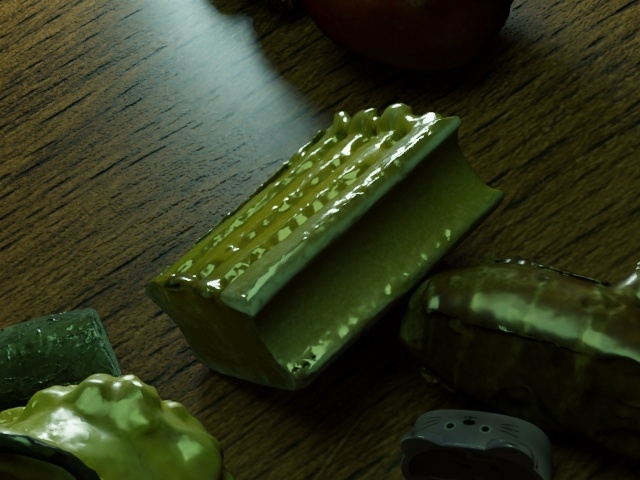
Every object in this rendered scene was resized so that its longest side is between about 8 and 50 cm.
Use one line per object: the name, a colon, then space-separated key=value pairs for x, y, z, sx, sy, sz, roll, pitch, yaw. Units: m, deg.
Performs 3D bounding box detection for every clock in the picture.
clock: x=0.155 y=0.209 z=1.408 sx=0.152 sy=0.110 sz=0.050 roll=3 pitch=52 yaw=21

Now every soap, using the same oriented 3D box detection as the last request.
soap: x=0.000 y=0.000 z=1.567 sx=0.335 sy=0.156 sz=0.293 roll=-42 pitch=21 yaw=-22

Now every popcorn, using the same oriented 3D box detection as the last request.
popcorn: x=-0.244 y=0.270 z=1.332 sx=0.349 sy=0.382 sz=0.349 roll=-1 pitch=59 yaw=2

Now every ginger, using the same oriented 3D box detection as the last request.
ginger: x=0.293 y=0.098 z=1.428 sx=0.418 sy=0.176 sz=0.254 roll=11 pitch=42 yaw=28

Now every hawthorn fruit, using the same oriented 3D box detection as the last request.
hawthorn fruit: x=0.116 y=-0.361 z=1.864 sx=0.311 sy=0.295 sz=0.295 roll=-13 pitch=45 yaw=8

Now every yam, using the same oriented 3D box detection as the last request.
yam: x=-0.322 y=0.140 z=1.656 sx=0.183 sy=0.107 sz=0.107 roll=-13 pitch=45 yaw=10

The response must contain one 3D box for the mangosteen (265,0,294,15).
mangosteen: x=-0.037 y=-0.477 z=2.065 sx=0.275 sy=0.275 sz=0.302 roll=7 pitch=83 yaw=25
